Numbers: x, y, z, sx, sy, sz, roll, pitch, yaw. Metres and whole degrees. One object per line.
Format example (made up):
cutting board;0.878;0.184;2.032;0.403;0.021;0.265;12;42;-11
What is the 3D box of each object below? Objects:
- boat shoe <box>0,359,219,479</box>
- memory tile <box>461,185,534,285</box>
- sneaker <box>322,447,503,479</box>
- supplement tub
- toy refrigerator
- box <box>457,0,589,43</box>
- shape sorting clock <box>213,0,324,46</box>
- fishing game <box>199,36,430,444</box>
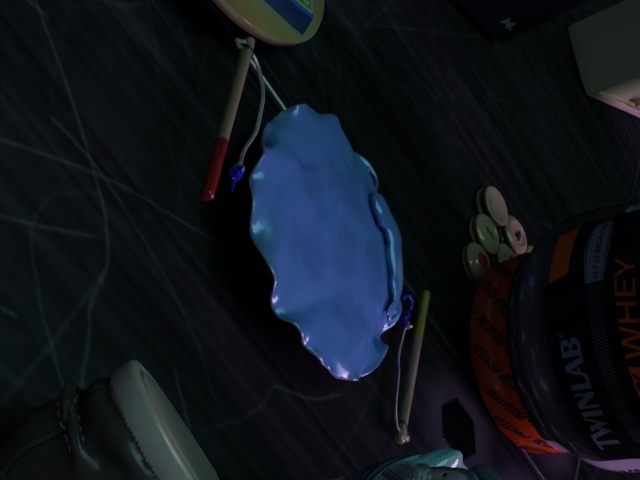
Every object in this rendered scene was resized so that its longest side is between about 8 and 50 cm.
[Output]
boat shoe;-0.048;0.212;0.568;0.335;0.095;0.112;62;-2;-16
memory tile;0.171;0.033;1.028;0.148;0.012;0.113;51;37;-24
sneaker;0.048;0.157;0.573;0.110;0.122;0.283;62;0;-7
supplement tub;0.292;0.059;0.874;0.207;0.338;0.207;20;63;-44
toy refrigerator;0.403;-0.201;1.408;0.269;0.102;0.094;8;66;-54
box;0.206;-0.377;1.010;0.312;0.343;0.179;34;46;-41
shape sorting clock;-0.060;-0.229;0.822;0.206;0.040;0.206;36;41;-39
fishing game;0.000;0.000;0.783;0.264;0.041;0.189;50;37;-39
